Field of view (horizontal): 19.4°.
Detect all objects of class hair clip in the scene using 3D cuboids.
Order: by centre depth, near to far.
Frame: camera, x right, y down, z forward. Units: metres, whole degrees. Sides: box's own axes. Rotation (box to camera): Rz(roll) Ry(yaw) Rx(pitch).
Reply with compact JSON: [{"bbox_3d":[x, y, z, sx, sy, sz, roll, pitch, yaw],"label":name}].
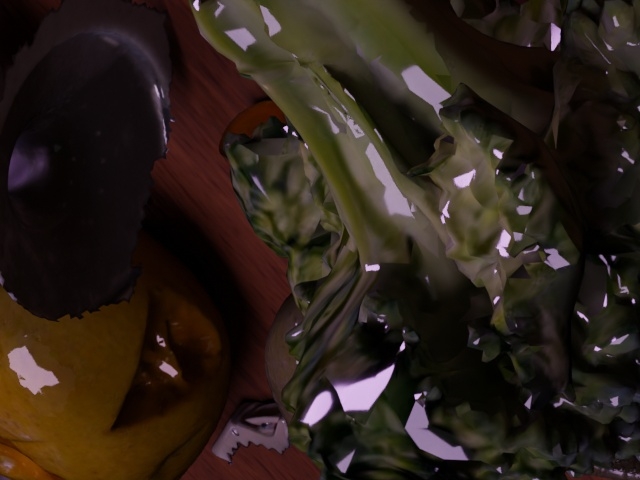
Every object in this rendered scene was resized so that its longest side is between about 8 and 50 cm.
[{"bbox_3d":[-0.029,0.141,1.476,0.226,0.034,0.072,-10,121,50],"label":"hair clip"}]

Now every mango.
[{"bbox_3d":[-0.188,0.102,1.462,0.253,0.182,0.365,22,156,14],"label":"mango"}]

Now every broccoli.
[{"bbox_3d":[0.084,-0.026,0.911,0.317,0.277,0.338,44,-161,-56],"label":"broccoli"}]

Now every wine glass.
[{"bbox_3d":[-0.278,-0.070,1.250,0.323,0.238,0.238,10,138,27],"label":"wine glass"}]

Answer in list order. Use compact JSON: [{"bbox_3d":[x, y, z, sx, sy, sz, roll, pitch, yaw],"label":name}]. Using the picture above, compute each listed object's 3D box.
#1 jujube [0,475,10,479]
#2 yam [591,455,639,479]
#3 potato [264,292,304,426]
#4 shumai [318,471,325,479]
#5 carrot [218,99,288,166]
[{"bbox_3d":[-0.302,0.274,1.708,0.308,0.215,0.246,103,151,-81],"label":"jujube"},{"bbox_3d":[0.218,0.152,1.265,0.129,0.027,0.033,4,136,39],"label":"yam"},{"bbox_3d":[0.064,0.099,1.234,0.178,0.160,0.235,31,162,37],"label":"potato"},{"bbox_3d":[0.064,0.257,1.433,0.184,0.142,0.184,26,143,21],"label":"shumai"},{"bbox_3d":[0.000,0.000,1.270,0.057,0.057,0.224,8,143,37],"label":"carrot"}]
